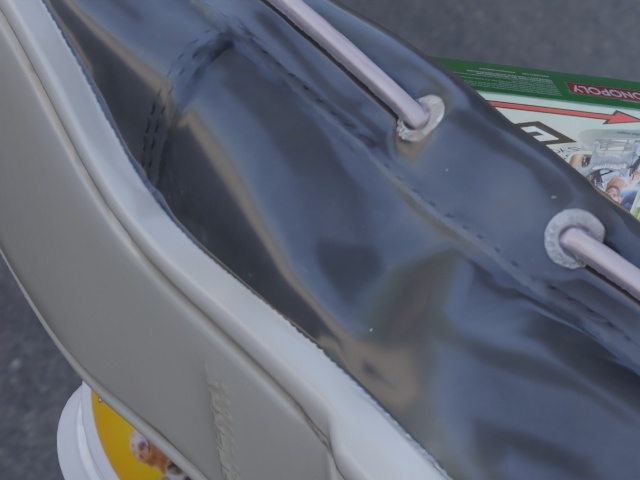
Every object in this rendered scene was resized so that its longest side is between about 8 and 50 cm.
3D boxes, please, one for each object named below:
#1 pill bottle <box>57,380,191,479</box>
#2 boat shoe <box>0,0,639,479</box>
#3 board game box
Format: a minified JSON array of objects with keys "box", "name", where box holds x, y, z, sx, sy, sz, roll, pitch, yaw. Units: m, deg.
[{"box":[-0.026,0.063,0.849,0.117,0.215,0.117,21,55,-32],"name":"pill bottle"},{"box":[0.000,0.000,0.420,0.095,0.112,0.335,-24,50,-22],"name":"boat shoe"},{"box":[0.079,-0.022,1.302,0.317,0.213,0.046,4,33,-22],"name":"board game box"}]
